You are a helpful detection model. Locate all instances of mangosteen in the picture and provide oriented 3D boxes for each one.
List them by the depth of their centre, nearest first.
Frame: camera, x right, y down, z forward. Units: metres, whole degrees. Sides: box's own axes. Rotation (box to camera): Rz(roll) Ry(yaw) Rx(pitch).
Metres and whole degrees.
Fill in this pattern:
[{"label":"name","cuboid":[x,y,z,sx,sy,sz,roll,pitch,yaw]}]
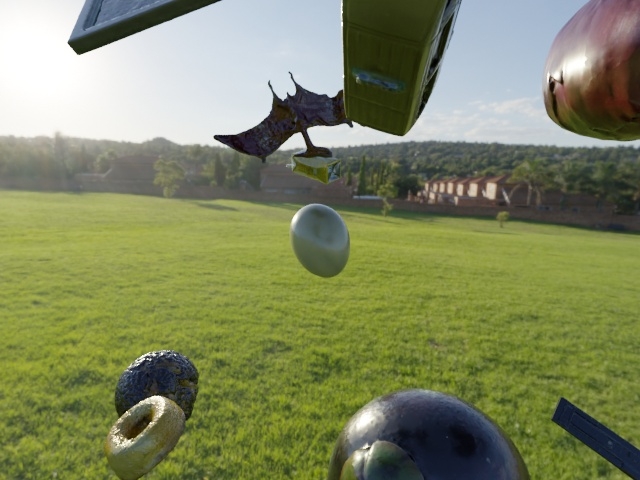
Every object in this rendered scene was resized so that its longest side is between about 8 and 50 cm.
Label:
[{"label":"mangosteen","cuboid":[0.151,0.361,0.584,0.300,0.300,0.300,1,10,0]}]

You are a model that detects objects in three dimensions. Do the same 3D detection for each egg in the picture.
[{"label":"egg","cuboid":[0.000,0.000,1.288,0.186,0.241,0.186,-18,-25,-9]}]

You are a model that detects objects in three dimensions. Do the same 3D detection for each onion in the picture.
[{"label":"onion","cuboid":[0.435,-0.235,0.444,0.348,0.285,0.347,-2,18,1]}]

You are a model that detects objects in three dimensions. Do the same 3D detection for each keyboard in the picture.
[{"label":"keyboard","cuboid":[0.544,0.386,0.782,0.204,0.013,0.061,35,55,20]}]

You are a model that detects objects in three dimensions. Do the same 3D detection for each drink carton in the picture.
[{"label":"drink carton","cuboid":[-0.033,-0.231,1.249,0.200,0.074,0.084,25,42,35]}]

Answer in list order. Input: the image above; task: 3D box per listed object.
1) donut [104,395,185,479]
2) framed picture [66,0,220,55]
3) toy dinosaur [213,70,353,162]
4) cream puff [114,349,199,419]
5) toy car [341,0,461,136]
[{"label":"donut","cuboid":[-0.355,0.384,0.826,0.178,0.065,0.162,-8,33,47]},{"label":"framed picture","cuboid":[-0.164,-0.344,0.494,0.241,0.020,0.324,-16,51,6]},{"label":"toy dinosaur","cuboid":[-0.063,-0.277,0.915,0.327,0.206,0.113,2,3,0]},{"label":"cream puff","cuboid":[-0.451,0.434,1.181,0.165,0.239,0.239,-12,4,26]},{"label":"toy car","cuboid":[0.073,-0.207,0.373,0.101,0.124,0.256,21,-14,10]}]
